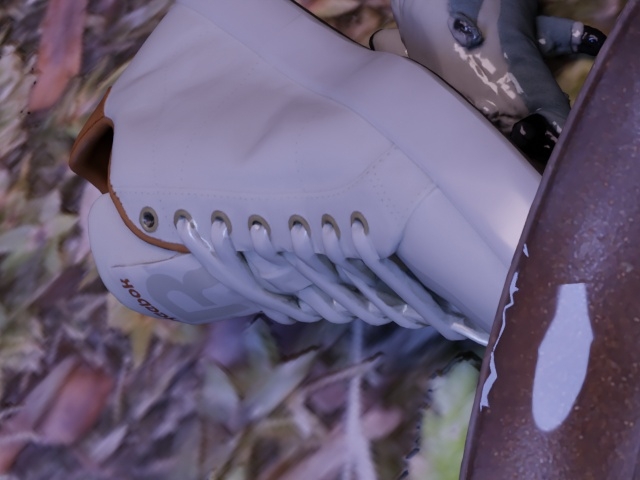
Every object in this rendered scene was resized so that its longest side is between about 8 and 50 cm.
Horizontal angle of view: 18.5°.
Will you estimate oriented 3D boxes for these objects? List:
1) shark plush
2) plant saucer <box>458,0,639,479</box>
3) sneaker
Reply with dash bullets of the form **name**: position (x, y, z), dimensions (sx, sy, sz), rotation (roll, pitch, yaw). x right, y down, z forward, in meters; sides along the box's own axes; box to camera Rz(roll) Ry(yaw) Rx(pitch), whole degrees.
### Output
- **shark plush**: position (0.071, -0.075, 0.699), dimensions (0.067, 0.073, 0.161), rotation (-13, 35, -15)
- **plant saucer**: position (0.101, 0.059, 0.389), dimensions (0.310, 0.050, 0.310), rotation (-167, 90, -74)
- **sneaker**: position (0.000, 0.000, 0.657), dimensions (0.123, 0.106, 0.290), rotation (-47, 32, -4)
